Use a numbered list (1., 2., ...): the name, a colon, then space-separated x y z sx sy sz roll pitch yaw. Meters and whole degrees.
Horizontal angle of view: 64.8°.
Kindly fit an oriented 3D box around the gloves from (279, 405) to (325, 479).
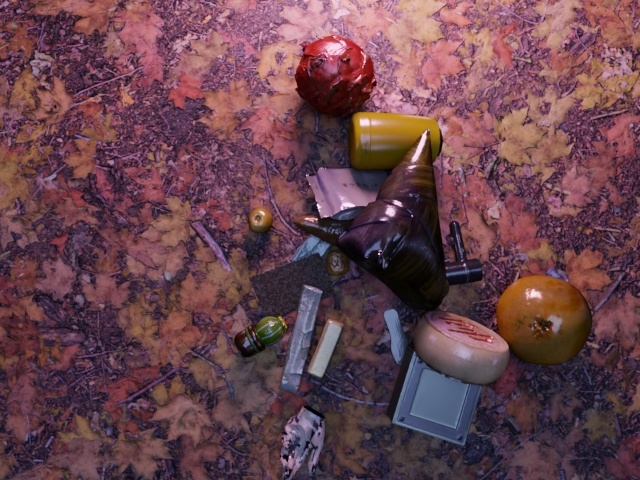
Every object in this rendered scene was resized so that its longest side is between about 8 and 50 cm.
1. gloves: -0.062 0.620 1.522 0.128 0.111 0.212 30 84 -21

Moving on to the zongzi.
1. zongzi: 0.298 -0.043 1.467 0.403 0.208 0.431 42 73 -38

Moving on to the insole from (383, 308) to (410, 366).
1. insole: 0.242 0.306 1.585 0.064 0.004 0.188 -16 86 -1

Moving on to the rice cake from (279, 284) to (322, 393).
1. rice cake: -0.062 0.305 1.557 0.066 0.063 0.335 13 92 -3

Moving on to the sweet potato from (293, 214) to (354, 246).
1. sweet potato: 0.085 -0.008 1.535 0.342 0.092 0.114 31 105 -11

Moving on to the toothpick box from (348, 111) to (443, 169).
1. toothpick box: 0.229 -0.305 1.546 0.272 0.175 0.174 -1 86 -5

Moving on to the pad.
1. pad: -0.087 0.144 1.578 0.235 0.003 0.158 -21 106 0

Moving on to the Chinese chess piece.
1. Chinese chess piece: 0.401 0.304 1.450 0.270 0.270 0.112 18 103 3

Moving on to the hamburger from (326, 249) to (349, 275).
1. hamburger: 0.055 0.069 1.587 0.076 0.044 0.083 -6 88 2

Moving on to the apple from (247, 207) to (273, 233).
1. apple: -0.189 -0.063 1.587 0.084 0.071 0.083 0 86 1

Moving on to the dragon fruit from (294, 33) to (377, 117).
1. dragon fruit: 0.045 -0.499 1.540 0.253 0.241 0.240 15 86 13

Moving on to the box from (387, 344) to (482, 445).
1. box: 0.346 0.461 1.512 0.225 0.117 0.224 17 87 1

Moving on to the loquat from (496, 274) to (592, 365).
1. loquat: 0.646 0.231 1.471 0.264 0.263 0.262 0 86 1

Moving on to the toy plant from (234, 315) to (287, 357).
1. toy plant: -0.181 0.290 1.552 0.163 0.093 0.092 -31 86 -2

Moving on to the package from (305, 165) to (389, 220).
1. package: 0.097 -0.155 1.547 0.251 0.062 0.203 -11 49 -10

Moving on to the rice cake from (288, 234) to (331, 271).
1. rice cake: 0.000 0.000 1.592 0.085 0.040 0.226 40 87 -3

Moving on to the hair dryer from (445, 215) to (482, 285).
1. hair dryer: 0.423 0.029 1.574 0.125 0.071 0.218 -7 79 1

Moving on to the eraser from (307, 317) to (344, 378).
1. eraser: 0.016 0.325 1.532 0.058 0.117 0.172 22 87 3
